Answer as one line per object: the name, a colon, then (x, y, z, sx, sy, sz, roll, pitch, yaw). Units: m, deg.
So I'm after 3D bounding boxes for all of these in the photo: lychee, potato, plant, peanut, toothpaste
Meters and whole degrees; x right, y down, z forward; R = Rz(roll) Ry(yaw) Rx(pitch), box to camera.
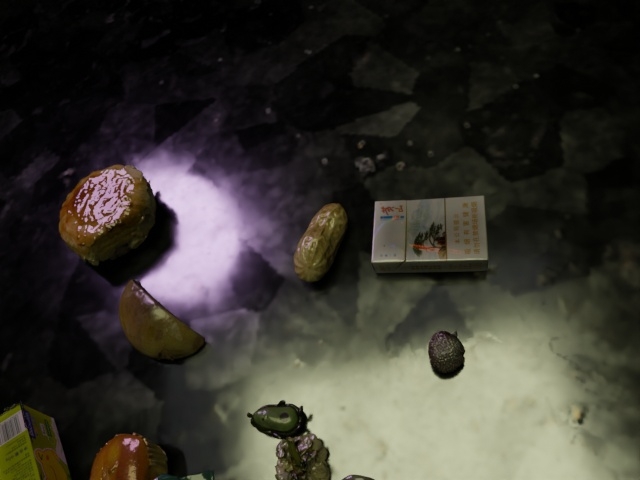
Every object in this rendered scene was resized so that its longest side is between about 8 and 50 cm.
lychee: (0.236, 0.207, 1.013, 0.067, 0.068, 0.083, -9, 53, 60)
potato: (-0.385, 0.175, 1.169, 0.261, 0.100, 0.120, 31, 73, 27)
plant: (-0.033, 0.393, 0.951, 0.104, 0.122, 0.117, -23, 51, -12)
peanut: (0.000, 0.000, 1.172, 0.083, 0.093, 0.194, 9, 66, 35)
toothpaste: (-0.538, 0.469, 1.027, 0.077, 0.110, 0.327, -33, 54, -9)

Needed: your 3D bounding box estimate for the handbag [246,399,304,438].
handbag: (-0.085, 0.343, 1.029, 0.111, 0.047, 0.072, -1, 61, 12)

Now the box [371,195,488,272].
box: (0.227, -0.011, 1.131, 0.232, 0.067, 0.150, -2, 61, 14)

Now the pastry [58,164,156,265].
pastry: (-0.522, -0.067, 1.331, 0.257, 0.121, 0.236, -38, 55, -5)

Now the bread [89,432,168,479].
bread: (-0.362, 0.464, 1.004, 0.132, 0.114, 0.191, -14, 54, 9)

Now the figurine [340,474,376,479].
figurine: (0.039, 0.554, 0.793, 0.203, 0.248, 0.381, 3, 50, 22)

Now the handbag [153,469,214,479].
handbag: (-0.320, 0.527, 0.878, 0.326, 0.089, 0.239, -9, 76, -14)
